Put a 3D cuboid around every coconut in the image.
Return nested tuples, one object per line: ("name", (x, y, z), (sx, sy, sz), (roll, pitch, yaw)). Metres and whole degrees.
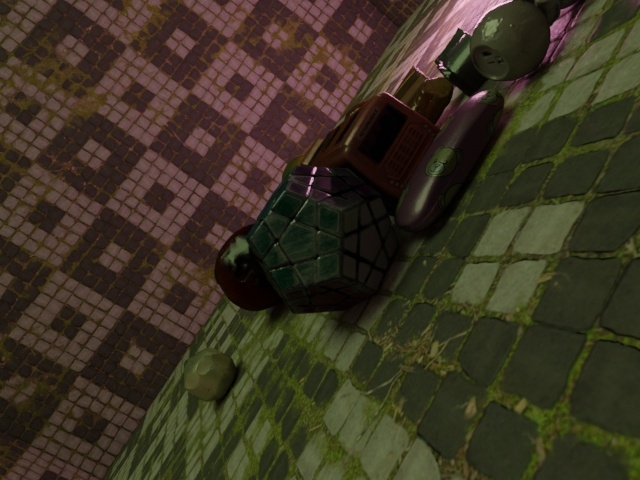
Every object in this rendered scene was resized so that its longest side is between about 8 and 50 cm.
("coconut", (-0.370, 0.433, 1.438), (0.161, 0.162, 0.161), (-52, 14, 18))

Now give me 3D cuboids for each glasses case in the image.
("glasses case", (0.244, -0.152, 0.841), (0.317, 0.075, 0.123), (-57, 13, -6))

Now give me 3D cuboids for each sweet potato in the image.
("sweet potato", (0.257, -0.322, 1.175), (0.252, 0.097, 0.097), (-54, 11, 34))

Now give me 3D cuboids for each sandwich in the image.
("sandwich", (0.313, -0.533, 1.572), (0.163, 0.079, 0.113), (-51, 11, 28))

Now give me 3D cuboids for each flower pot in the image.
("flower pot", (0.367, -0.462, 1.121), (0.108, 0.103, 0.229), (-50, 14, 28))

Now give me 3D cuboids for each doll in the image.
("doll", (0.414, -0.441, 0.844), (0.287, 0.151, 0.151), (-50, 12, -6))

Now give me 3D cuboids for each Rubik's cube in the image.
("Rubik's cube", (0.000, 0.000, 0.915), (0.319, 0.264, 0.319), (-53, 14, 19))

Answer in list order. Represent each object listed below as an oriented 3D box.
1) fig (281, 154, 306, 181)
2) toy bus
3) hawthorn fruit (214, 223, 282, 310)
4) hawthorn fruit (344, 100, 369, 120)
("fig", (-0.039, -0.206, 1.693), (0.239, 0.239, 0.271), (-46, 18, 36))
("toy bus", (0.107, -0.193, 1.105), (0.203, 0.232, 0.427), (-58, 13, -9))
("hawthorn fruit", (-0.205, 0.091, 1.445), (0.316, 0.315, 0.316), (-52, 13, 17))
("hawthorn fruit", (0.165, -0.363, 1.469), (0.200, 0.199, 0.251), (-52, 2, 14))
